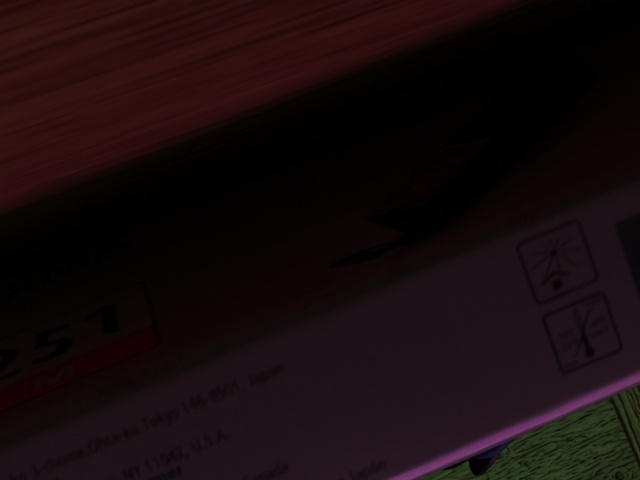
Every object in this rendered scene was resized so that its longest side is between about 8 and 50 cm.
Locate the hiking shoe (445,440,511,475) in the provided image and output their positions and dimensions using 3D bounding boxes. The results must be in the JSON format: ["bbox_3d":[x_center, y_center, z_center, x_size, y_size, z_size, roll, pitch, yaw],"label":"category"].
[{"bbox_3d":[0.023,0.054,0.714,0.304,0.132,0.113,-22,-170,7],"label":"hiking shoe"}]

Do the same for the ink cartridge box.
[{"bbox_3d":[0.000,0.000,0.498,0.275,0.060,0.239,-23,-160,-4],"label":"ink cartridge box"}]
